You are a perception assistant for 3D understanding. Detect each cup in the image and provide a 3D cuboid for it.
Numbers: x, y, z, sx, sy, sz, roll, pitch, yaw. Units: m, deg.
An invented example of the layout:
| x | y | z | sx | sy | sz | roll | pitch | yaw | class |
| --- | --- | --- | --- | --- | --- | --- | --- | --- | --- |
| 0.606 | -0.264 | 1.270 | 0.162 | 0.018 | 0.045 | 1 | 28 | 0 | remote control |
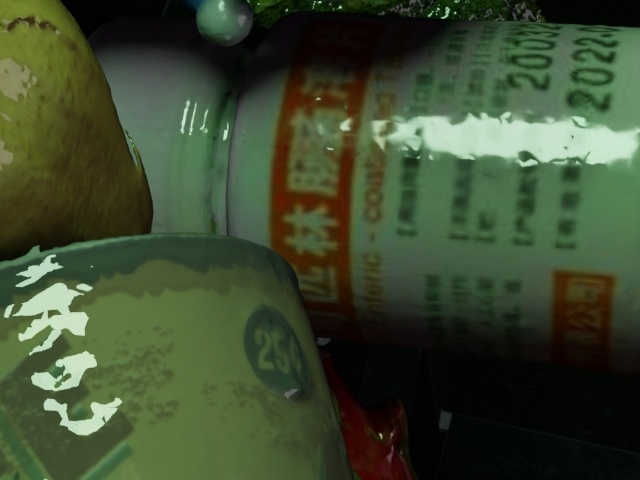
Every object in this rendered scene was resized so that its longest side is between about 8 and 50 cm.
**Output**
| x | y | z | sx | sy | sz | roll | pitch | yaw | class |
| --- | --- | --- | --- | --- | --- | --- | --- | --- | --- |
| -0.104 | 0.178 | 0.520 | 0.227 | 0.301 | 0.257 | 4 | 58 | -41 | cup |

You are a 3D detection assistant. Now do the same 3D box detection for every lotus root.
| x | y | z | sx | sy | sz | roll | pitch | yaw | class |
| --- | --- | --- | --- | --- | --- | --- | --- | --- | --- |
| -0.155 | -0.034 | 0.514 | 0.303 | 0.130 | 0.146 | 75 | 26 | -63 | lotus root |

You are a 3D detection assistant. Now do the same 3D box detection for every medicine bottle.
| x | y | z | sx | sy | sz | roll | pitch | yaw | class |
| --- | --- | --- | --- | --- | --- | --- | --- | --- | --- |
| 0.041 | -0.041 | 0.782 | 0.219 | 0.388 | 0.219 | 7 | 90 | -76 | medicine bottle |

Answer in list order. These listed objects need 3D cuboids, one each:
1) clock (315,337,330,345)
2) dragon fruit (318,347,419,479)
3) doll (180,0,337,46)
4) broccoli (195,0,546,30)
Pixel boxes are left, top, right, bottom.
| x | y | z | sx | sy | sz | roll | pitch | yaw | class |
| --- | --- | --- | --- | --- | --- | --- | --- | --- | --- |
| 0.000 | 0.000 | 1.342 | 0.236 | 0.053 | 0.236 | 8 | 90 | -76 | clock |
| -0.037 | 0.206 | 0.889 | 0.237 | 0.231 | 0.303 | -47 | 138 | -65 | dragon fruit |
| -0.050 | -0.212 | 0.631 | 0.161 | 0.256 | 0.215 | -84 | 171 | -66 | doll |
| 0.037 | -0.157 | 1.028 | 0.304 | 0.321 | 0.283 | 94 | -24 | -59 | broccoli |
